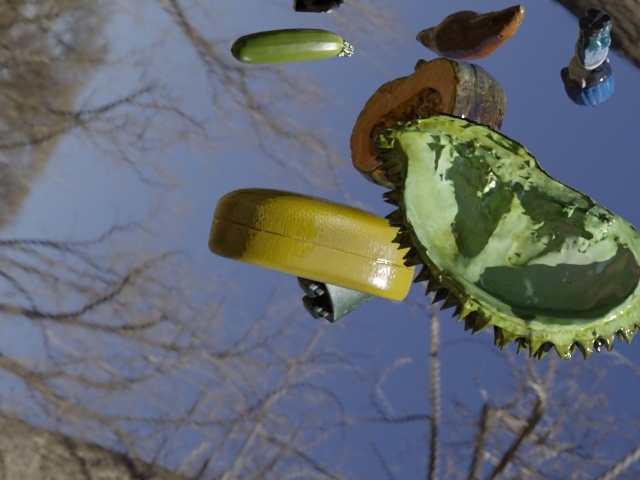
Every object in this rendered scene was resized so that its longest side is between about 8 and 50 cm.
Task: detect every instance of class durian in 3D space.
[{"bbox_3d":[0.213,0.004,1.420,0.198,0.394,0.163,-50,175,21],"label":"durian"}]

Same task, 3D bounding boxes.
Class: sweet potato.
[{"bbox_3d":[0.322,-0.439,2.663,0.359,0.112,0.112,7,-116,55],"label":"sweet potato"}]

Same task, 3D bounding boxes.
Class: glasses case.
[{"bbox_3d":[0.000,0.000,2.135,0.173,0.371,0.141,-167,-89,-69],"label":"glasses case"}]

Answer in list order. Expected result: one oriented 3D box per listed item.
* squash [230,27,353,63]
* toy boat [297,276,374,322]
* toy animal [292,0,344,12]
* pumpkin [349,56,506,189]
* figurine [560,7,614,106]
[{"bbox_3d":[-0.052,-0.382,2.436,0.066,0.252,0.066,173,-90,-73],"label":"squash"},{"bbox_3d":[0.104,0.037,2.436,0.319,0.141,0.092,-31,-133,-19],"label":"toy boat"},{"bbox_3d":[-0.012,-0.507,2.252,0.138,0.179,0.166,-23,-164,-3],"label":"toy animal"},{"bbox_3d":[0.188,-0.214,2.153,0.317,0.139,0.222,-26,-133,57],"label":"pumpkin"},{"bbox_3d":[0.371,-0.243,1.684,0.077,0.079,0.136,-46,162,-33],"label":"figurine"}]
